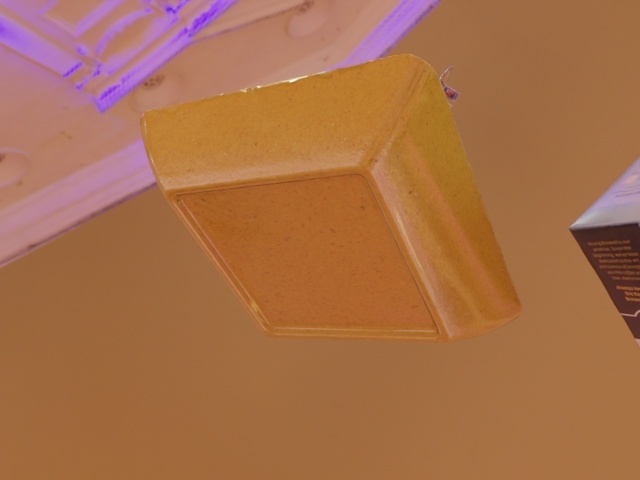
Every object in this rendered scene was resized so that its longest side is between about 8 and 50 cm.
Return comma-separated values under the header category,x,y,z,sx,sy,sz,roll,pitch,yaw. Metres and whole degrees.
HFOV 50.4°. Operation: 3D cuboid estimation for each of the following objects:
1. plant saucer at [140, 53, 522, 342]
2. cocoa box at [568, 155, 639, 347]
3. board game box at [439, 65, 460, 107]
category,x,y,z,sx,sy,sz,roll,pitch,yaw
plant saucer,0.000,0.000,0.698,0.332,0.333,0.081,-4,-138,32
cocoa box,0.487,-0.003,0.684,0.231,0.347,0.228,-40,-78,-20
board game box,0.152,-0.166,0.967,0.033,0.133,0.169,35,-69,7
